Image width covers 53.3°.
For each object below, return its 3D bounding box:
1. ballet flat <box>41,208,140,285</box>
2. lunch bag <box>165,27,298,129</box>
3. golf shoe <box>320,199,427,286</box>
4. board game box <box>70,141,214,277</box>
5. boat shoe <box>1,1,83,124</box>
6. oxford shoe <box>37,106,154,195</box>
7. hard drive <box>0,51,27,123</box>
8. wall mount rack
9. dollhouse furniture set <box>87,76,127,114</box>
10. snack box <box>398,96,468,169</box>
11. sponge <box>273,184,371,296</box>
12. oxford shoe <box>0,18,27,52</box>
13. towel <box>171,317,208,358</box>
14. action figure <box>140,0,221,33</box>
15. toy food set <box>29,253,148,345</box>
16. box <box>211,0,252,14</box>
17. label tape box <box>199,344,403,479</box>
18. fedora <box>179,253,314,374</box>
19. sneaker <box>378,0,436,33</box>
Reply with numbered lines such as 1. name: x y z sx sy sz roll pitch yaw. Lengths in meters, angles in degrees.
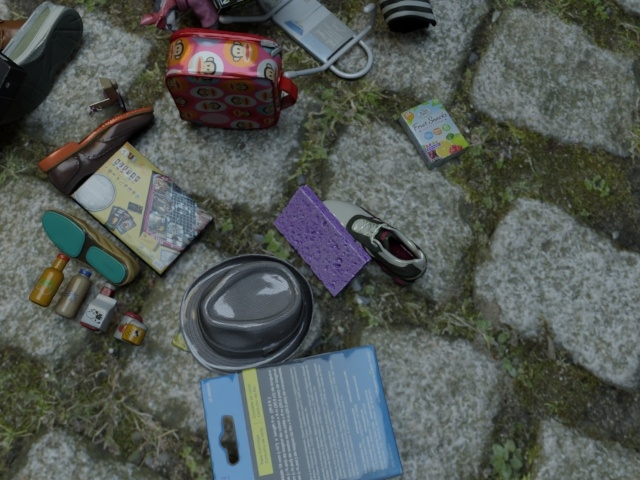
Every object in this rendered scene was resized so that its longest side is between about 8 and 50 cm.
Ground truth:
1. ballet flat: -0.469 0.014 1.310 0.232 0.073 0.080 37 106 8
2. lunch bag: -0.175 -0.320 1.321 0.257 0.293 0.120 4 80 -4
3. golf shoe: 0.106 -0.016 1.325 0.272 0.120 0.105 31 73 9
4. board game box: -0.367 -0.065 1.329 0.243 0.042 0.165 42 74 -2
5. boat shoe: -0.659 -0.397 1.417 0.103 0.118 0.321 24 75 19
6. oxford shoe: -0.466 -0.198 1.384 0.271 0.097 0.098 -36 105 -17
7. hard drive: -0.780 -0.270 1.316 0.236 0.064 0.339 35 99 10
8. wall mount rack: -0.047 -0.498 1.477 0.350 0.130 0.304 43 74 12
9. dollhouse furniture set: -0.492 -0.328 1.402 0.081 0.114 0.091 -21 76 -6
10. snack box: 0.257 -0.245 1.455 0.100 0.037 0.141 -25 74 -12
11. sponge: 0.000 0.000 1.319 0.210 0.117 0.031 49 35 12
12. oxford shoe: -0.743 -0.476 1.459 0.212 0.076 0.076 -14 70 -10
13. towel: -0.254 0.198 1.286 0.083 0.009 0.060 23 70 5
14. action figure: -0.275 -0.601 1.439 0.248 0.276 0.370 27 58 0
15. toy food set: -0.430 0.120 1.248 0.232 0.111 0.105 20 71 7
16. box: -0.183 -0.614 1.383 0.184 0.045 0.191 -30 98 -17
17. label tape box: -0.039 0.350 1.195 0.333 0.106 0.241 -10 72 -6
18. fedora: -0.142 0.129 1.249 0.275 0.124 0.244 -12 71 -11
19. sneaker: 0.198 -0.654 1.547 0.168 0.258 0.448 -2 37 22
